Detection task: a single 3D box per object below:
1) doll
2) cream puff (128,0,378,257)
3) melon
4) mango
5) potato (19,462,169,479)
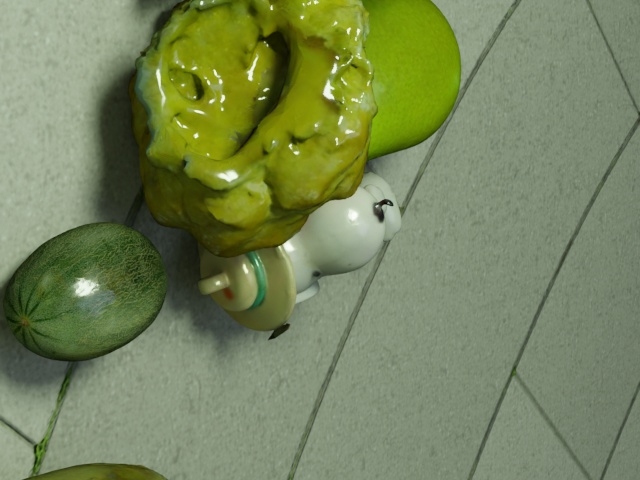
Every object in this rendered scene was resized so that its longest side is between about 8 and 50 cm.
[{"bbox_3d":[-0.016,0.005,1.499,0.271,0.208,0.144,-61,132,-84],"label":"doll"},{"bbox_3d":[-0.073,-0.131,1.284,0.185,0.281,0.282,32,72,-41],"label":"cream puff"},{"bbox_3d":[-0.201,0.043,1.264,0.167,0.114,0.114,-28,119,-45],"label":"melon"},{"bbox_3d":[0.048,-0.180,1.519,0.273,0.149,0.186,-23,103,-50],"label":"mango"},{"bbox_3d":[-0.230,0.297,1.234,0.307,0.173,0.210,-20,112,-47],"label":"potato"}]
